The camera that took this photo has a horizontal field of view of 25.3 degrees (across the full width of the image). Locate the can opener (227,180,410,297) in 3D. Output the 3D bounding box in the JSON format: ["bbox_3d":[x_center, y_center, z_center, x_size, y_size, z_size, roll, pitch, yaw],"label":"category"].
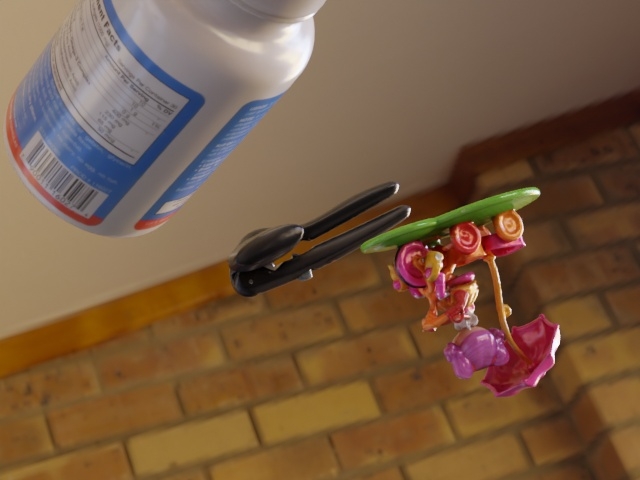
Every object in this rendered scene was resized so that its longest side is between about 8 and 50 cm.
[{"bbox_3d":[0.000,0.000,1.291,0.186,0.059,0.073,-21,8,-21],"label":"can opener"}]

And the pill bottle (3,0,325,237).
[{"bbox_3d":[-0.080,-0.108,0.811,0.124,0.124,0.221,4,-34,-41],"label":"pill bottle"}]

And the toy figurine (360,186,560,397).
[{"bbox_3d":[0.133,0.056,1.201,0.173,0.159,0.130,-14,-9,-33],"label":"toy figurine"}]
